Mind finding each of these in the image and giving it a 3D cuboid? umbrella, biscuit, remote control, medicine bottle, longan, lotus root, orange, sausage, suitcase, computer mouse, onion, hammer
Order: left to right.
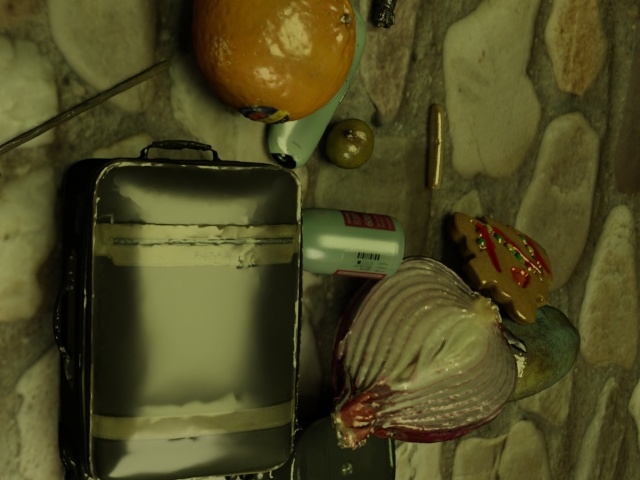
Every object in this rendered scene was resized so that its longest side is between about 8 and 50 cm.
[{"bbox_3d":[-0.289,-0.153,1.230,0.292,0.029,0.058,-36,119,-34],"label":"hammer"},{"bbox_3d":[-0.171,0.099,1.236,0.283,0.194,0.433,0,94,-27],"label":"suitcase"},{"bbox_3d":[-0.056,-0.257,1.313,0.219,0.193,0.219,13,69,-37],"label":"orange"},{"bbox_3d":[0.000,-0.216,1.453,0.097,0.045,0.256,31,78,-38],"label":"remote control"},{"bbox_3d":[0.000,0.000,1.417,0.217,0.090,0.090,6,91,-21],"label":"medicine bottle"},{"bbox_3d":[0.004,0.325,1.495,0.295,0.087,0.168,-5,92,-53],"label":"computer mouse"},{"bbox_3d":[0.042,-0.138,1.474,0.075,0.083,0.075,2,68,-4],"label":"longan"},{"bbox_3d":[0.105,-0.380,1.528,0.037,0.040,0.143,18,82,-31],"label":"umbrella"},{"bbox_3d":[0.104,0.191,1.497,0.349,0.159,0.267,-30,80,-33],"label":"onion"},{"bbox_3d":[0.180,-0.146,1.626,0.024,0.024,0.132,-3,98,-40],"label":"sausage"},{"bbox_3d":[0.306,0.033,1.679,0.239,0.041,0.212,-13,62,-50],"label":"biscuit"},{"bbox_3d":[0.339,0.167,1.711,0.322,0.158,0.140,-11,120,-46],"label":"lotus root"}]
